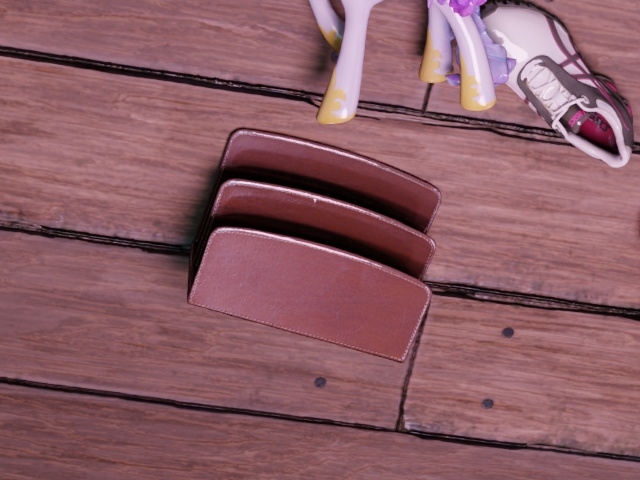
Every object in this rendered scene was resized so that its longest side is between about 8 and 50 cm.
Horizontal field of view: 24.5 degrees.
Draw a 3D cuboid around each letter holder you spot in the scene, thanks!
[{"bbox_3d":[0.000,0.000,1.934,0.302,0.152,0.214,16,115,-11],"label":"letter holder"}]

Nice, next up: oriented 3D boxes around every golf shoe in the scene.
[{"bbox_3d":[0.300,-0.199,1.855,0.273,0.120,0.105,36,113,-18],"label":"golf shoe"}]

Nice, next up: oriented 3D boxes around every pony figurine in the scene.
[{"bbox_3d":[0.111,-0.326,1.705,0.351,0.303,0.363,-3,125,17],"label":"pony figurine"}]
